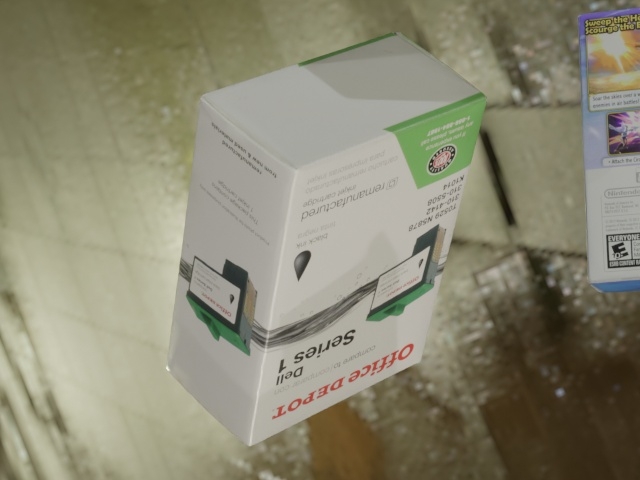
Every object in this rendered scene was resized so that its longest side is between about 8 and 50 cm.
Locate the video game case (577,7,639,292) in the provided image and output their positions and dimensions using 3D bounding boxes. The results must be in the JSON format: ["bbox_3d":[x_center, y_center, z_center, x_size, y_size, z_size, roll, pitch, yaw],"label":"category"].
[{"bbox_3d":[0.362,-0.087,1.458,0.061,0.269,0.244,30,-122,-68],"label":"video game case"}]

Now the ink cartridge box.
[{"bbox_3d":[0.000,0.000,1.054,0.092,0.160,0.219,40,137,33],"label":"ink cartridge box"}]
